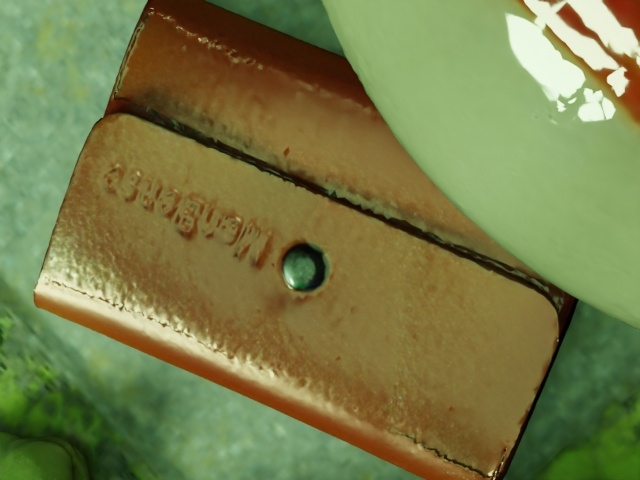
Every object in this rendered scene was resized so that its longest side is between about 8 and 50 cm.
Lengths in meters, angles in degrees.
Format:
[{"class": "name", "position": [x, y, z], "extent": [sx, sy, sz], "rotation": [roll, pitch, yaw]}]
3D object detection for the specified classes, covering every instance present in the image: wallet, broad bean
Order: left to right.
[{"class": "broad bean", "position": [-0.134, 0.110, 0.763], "extent": [0.083, 0.045, 0.063], "rotation": [-17, 88, 23]}, {"class": "wallet", "position": [0.000, 0.000, 0.718], "extent": [0.204, 0.045, 0.142], "rotation": [23, 98, 12]}]

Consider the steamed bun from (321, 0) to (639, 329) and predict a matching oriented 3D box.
[{"class": "steamed bun", "position": [0.173, -0.135, 0.550], "extent": [0.374, 0.241, 0.374], "rotation": [0, 95, 4]}]
